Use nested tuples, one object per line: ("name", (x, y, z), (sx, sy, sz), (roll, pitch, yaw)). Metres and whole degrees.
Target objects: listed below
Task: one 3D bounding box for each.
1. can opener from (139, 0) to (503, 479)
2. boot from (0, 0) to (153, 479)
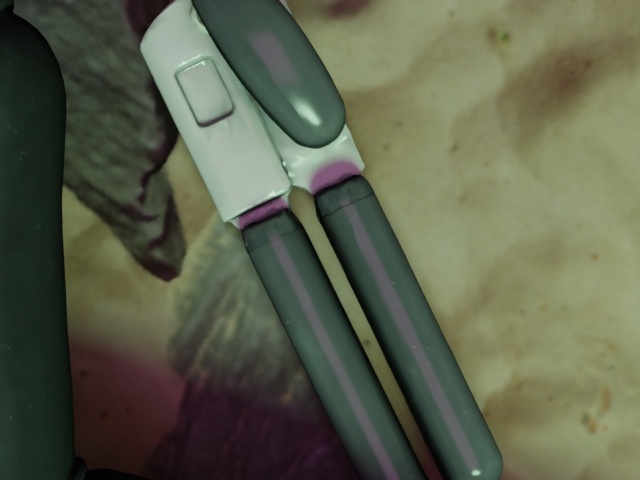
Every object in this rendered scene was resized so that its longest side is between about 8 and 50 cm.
("can opener", (0.000, 0.000, 0.865), (0.076, 0.095, 0.283), (-26, 86, -3))
("boot", (-0.020, 0.133, 0.788), (0.445, 0.146, 0.367), (22, 108, -2))
